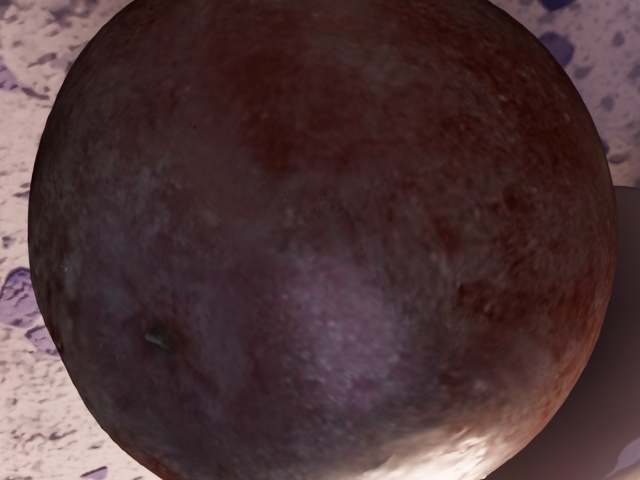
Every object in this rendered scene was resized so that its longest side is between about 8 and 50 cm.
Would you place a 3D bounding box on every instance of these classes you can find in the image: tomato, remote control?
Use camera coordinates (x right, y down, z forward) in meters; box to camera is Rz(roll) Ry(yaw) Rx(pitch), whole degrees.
[{"bbox_3d":[0.000,0.000,0.611,0.317,0.282,0.316,14,120,27],"label":"tomato"},{"bbox_3d":[0.121,0.095,0.744,0.332,0.221,0.103,-37,128,24],"label":"remote control"}]
